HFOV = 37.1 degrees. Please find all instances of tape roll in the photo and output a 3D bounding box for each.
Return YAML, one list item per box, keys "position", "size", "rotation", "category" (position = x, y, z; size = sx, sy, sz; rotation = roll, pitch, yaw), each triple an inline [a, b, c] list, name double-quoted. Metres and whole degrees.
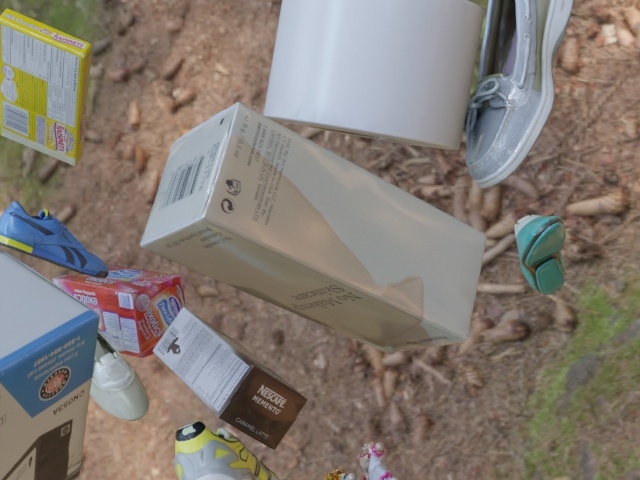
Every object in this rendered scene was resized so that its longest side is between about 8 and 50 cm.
- position: [0.063, -0.210, 1.155]
  size: [0.246, 0.246, 0.169]
  rotation: [14, 97, 44]
  category: "tape roll"

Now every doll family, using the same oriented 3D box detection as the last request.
- position: [0.059, 0.412, 1.371]
  size: [0.163, 0.118, 0.263]
  rotation: [-129, 27, -60]
  category: "doll family"

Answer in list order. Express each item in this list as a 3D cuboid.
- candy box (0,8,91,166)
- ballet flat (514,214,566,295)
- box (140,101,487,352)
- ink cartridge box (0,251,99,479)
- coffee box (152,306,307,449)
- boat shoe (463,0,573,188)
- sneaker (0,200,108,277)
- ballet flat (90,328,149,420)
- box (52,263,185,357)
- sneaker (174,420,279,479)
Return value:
- position: [-0.330, -0.176, 1.136]
  size: [0.206, 0.105, 0.027]
  rotation: [116, 174, -54]
  category: "candy box"
- position: [0.355, 0.009, 1.578]
  size: [0.083, 0.247, 0.087]
  rotation: [-32, 59, -1]
  category: "ballet flat"
- position: [0.000, 0.000, 0.947]
  size: [0.148, 0.311, 0.121]
  rotation: [-20, 50, 55]
  category: "box"
- position: [-0.320, 0.197, 0.807]
  size: [0.129, 0.223, 0.308]
  rotation: [28, 123, 21]
  category: "ink cartridge box"
- position: [-0.152, 0.221, 1.562]
  size: [0.098, 0.141, 0.246]
  rotation: [-55, 39, -4]
  category: "coffee box"
- position: [0.232, -0.216, 1.202]
  size: [0.118, 0.103, 0.321]
  rotation: [-23, 45, 66]
  category: "boat shoe"
- position: [-0.424, 0.001, 1.554]
  size: [0.069, 0.209, 0.082]
  rotation: [6, 74, 47]
  category: "sneaker"
- position: [-0.375, 0.208, 1.633]
  size: [0.248, 0.086, 0.086]
  rotation: [40, 118, 36]
  category: "ballet flat"
- position: [-0.379, 0.128, 1.806]
  size: [0.256, 0.122, 0.128]
  rotation: [5, 106, 41]
  category: "box"
- position: [-0.155, 0.405, 1.678]
  size: [0.145, 0.385, 0.147]
  rotation: [-20, 69, -2]
  category: "sneaker"
